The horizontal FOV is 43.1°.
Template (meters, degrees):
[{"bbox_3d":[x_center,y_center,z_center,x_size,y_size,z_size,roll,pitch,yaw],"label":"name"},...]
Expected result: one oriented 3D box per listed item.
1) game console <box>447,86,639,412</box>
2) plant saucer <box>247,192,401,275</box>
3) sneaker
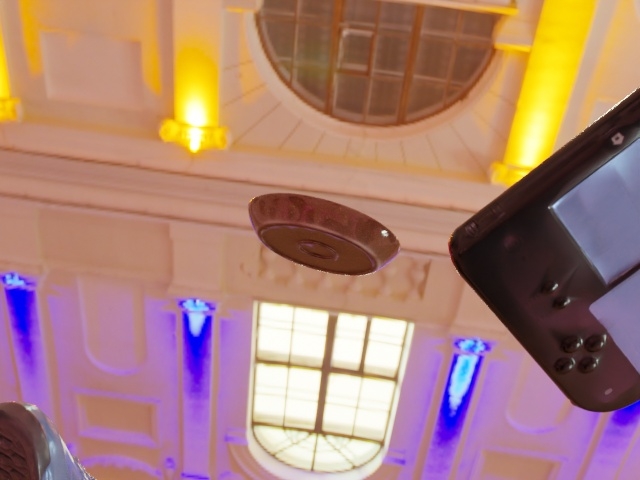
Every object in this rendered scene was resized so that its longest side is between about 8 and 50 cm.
[{"bbox_3d":[0.365,-0.006,0.840,0.386,0.342,0.060,-39,-145,9],"label":"game console"},{"bbox_3d":[0.000,0.000,0.859,0.168,0.168,0.029,13,-109,9],"label":"plant saucer"},{"bbox_3d":[-0.185,0.178,0.561,0.069,0.209,0.082,20,-144,24],"label":"sneaker"}]
